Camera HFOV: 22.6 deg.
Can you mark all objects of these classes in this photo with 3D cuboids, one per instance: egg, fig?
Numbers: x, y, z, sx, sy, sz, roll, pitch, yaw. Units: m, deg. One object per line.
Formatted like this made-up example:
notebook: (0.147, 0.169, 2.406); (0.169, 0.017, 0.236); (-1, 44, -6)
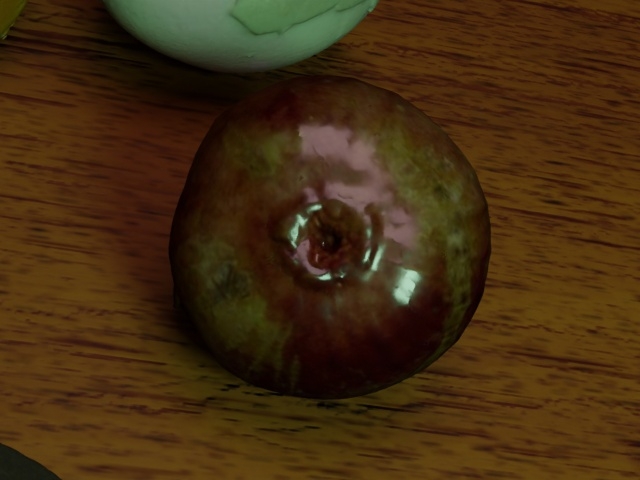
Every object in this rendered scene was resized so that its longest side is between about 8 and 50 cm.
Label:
egg: (-0.062, -0.205, 1.113); (0.217, 0.183, 0.183); (-17, 57, -23)
fig: (0.001, -0.001, 0.961); (0.205, 0.205, 0.205); (11, 46, -11)

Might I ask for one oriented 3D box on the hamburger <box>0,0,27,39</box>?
hamburger: (-0.274, -0.225, 1.013); (0.163, 0.244, 0.244); (37, 47, 18)

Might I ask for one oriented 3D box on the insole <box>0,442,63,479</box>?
insole: (-0.106, 0.223, 0.825); (0.111, 0.007, 0.328); (-26, 62, -35)
